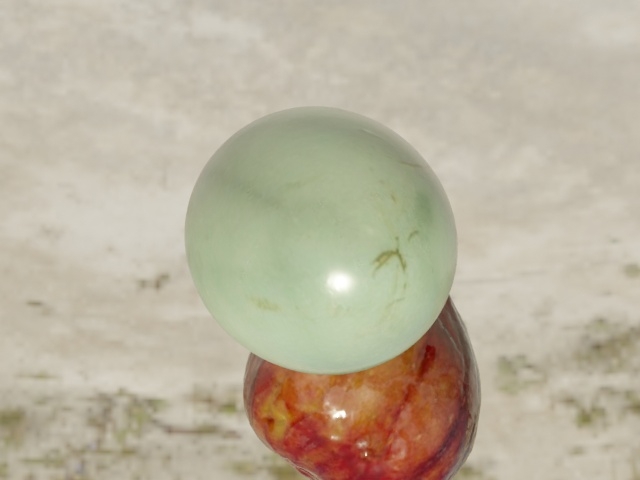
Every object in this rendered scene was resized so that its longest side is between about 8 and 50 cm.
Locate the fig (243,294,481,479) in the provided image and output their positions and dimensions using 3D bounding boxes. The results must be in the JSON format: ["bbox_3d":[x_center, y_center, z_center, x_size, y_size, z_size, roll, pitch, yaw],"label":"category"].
[{"bbox_3d":[0.061,0.099,1.412,0.203,0.249,0.186,37,176,3],"label":"fig"}]

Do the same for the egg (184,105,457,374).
[{"bbox_3d":[0.000,0.000,1.060,0.168,0.168,0.231,6,-171,-16],"label":"egg"}]
